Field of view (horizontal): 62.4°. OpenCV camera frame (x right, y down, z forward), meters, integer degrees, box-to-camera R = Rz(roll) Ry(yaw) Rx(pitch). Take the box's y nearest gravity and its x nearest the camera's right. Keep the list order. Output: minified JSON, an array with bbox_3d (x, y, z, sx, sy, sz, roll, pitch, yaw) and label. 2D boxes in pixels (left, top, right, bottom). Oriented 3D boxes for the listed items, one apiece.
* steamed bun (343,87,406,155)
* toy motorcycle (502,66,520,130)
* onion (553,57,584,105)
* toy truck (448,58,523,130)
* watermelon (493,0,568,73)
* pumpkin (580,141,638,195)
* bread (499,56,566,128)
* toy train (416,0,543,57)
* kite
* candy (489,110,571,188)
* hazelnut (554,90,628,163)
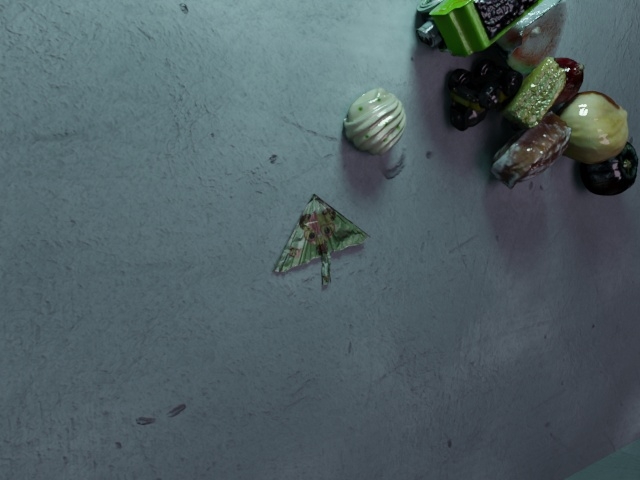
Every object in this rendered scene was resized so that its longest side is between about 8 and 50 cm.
[{"bbox_3d":[0.158,-0.313,1.417,0.182,0.106,0.183,-9,108,-30],"label":"steamed bun"},{"bbox_3d":[0.629,-0.462,1.714,0.114,0.076,0.205,-44,121,-27],"label":"toy motorcycle"},{"bbox_3d":[0.787,-0.526,1.725,0.159,0.195,0.160,2,85,-21],"label":"onion"},{"bbox_3d":[0.489,-0.434,1.594,0.224,0.147,0.165,-29,140,-25],"label":"toy truck"},{"bbox_3d":[0.642,-0.626,1.573,0.289,0.213,0.320,36,54,-29],"label":"watermelon"},{"bbox_3d":[1.104,-0.281,2.021,0.233,0.163,0.233,-1,92,-34],"label":"pumpkin"},{"bbox_3d":[0.643,-0.435,1.582,0.102,0.138,0.196,34,99,-5],"label":"bread"},{"bbox_3d":[0.416,-0.623,1.404,0.307,0.249,0.173,-40,121,-2],"label":"toy train"},{"bbox_3d":[0.000,0.000,1.454,0.322,0.013,0.268,-21,112,-25],"label":"kite"},{"bbox_3d":[0.681,-0.289,1.705,0.289,0.157,0.214,-41,166,-16],"label":"candy"},{"bbox_3d":[0.924,-0.385,1.809,0.241,0.261,0.261,-23,117,-1],"label":"hazelnut"}]
